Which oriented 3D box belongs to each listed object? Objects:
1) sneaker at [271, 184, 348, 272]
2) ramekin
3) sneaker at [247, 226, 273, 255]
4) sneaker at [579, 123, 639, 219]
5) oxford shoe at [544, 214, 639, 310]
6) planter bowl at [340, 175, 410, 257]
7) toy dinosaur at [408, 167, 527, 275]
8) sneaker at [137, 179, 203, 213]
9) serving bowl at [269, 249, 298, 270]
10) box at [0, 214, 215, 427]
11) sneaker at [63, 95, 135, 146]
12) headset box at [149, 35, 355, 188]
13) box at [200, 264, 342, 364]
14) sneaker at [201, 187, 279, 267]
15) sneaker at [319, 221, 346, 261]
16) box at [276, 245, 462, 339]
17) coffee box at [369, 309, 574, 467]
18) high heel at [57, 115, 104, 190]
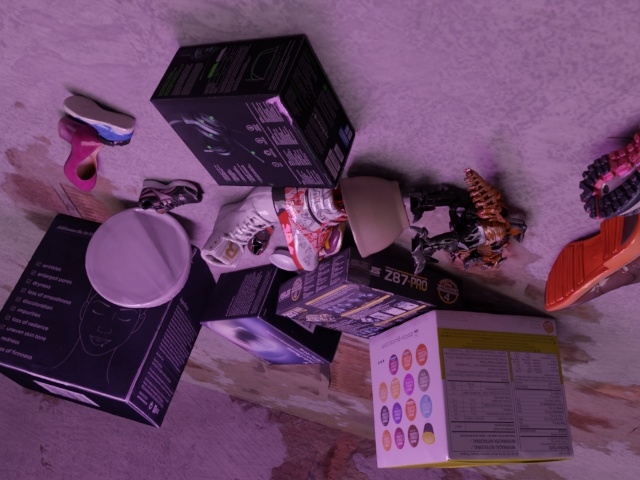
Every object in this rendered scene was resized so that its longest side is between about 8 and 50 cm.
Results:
[{"bbox_3d":[0.000,-0.029,1.448,0.145,0.090,0.270,-6,136,13],"label":"sneaker"},{"bbox_3d":[-0.469,0.056,1.797,0.273,0.272,0.127,17,165,6],"label":"ramekin"},{"bbox_3d":[-0.164,0.010,1.709,0.061,0.065,0.158,22,153,-3],"label":"sneaker"},{"bbox_3d":[0.510,-0.129,0.976,0.112,0.120,0.299,-3,160,-22],"label":"sneaker"},{"bbox_3d":[0.543,0.058,1.267,0.133,0.130,0.363,16,154,-6],"label":"oxford shoe"},{"bbox_3d":[0.113,-0.057,1.325,0.109,0.162,0.162,-15,144,9],"label":"planter bowl"},{"bbox_3d":[0.281,-0.040,1.285,0.218,0.164,0.322,-3,130,11],"label":"toy dinosaur"},{"bbox_3d":[-0.365,-0.096,1.634,0.178,0.077,0.072,2,149,30],"label":"sneaker"},{"bbox_3d":[-0.090,0.047,1.769,0.083,0.027,0.083,15,152,8],"label":"serving bowl"},{"bbox_3d":[-0.627,0.230,1.978,0.480,0.471,0.297,13,153,13],"label":"box"},{"bbox_3d":[-0.476,-0.249,1.446,0.152,0.058,0.084,18,145,-12],"label":"sneaker"},{"bbox_3d":[-0.120,-0.214,1.192,0.283,0.131,0.246,3,149,29],"label":"headset box"},{"bbox_3d":[-0.135,0.227,1.967,0.296,0.182,0.294,38,149,-30],"label":"box"},{"bbox_3d":[-0.167,-0.018,1.549,0.108,0.169,0.292,36,148,-25],"label":"sneaker"},{"bbox_3d":[0.000,0.000,1.577,0.084,0.069,0.185,18,152,-8],"label":"sneaker"},{"bbox_3d":[0.110,0.148,1.689,0.318,0.097,0.395,15,157,-22],"label":"box"},{"bbox_3d":[0.349,0.376,1.644,0.338,0.334,0.337,6,158,-21],"label":"coffee box"},{"bbox_3d":[-0.535,-0.181,1.580,0.117,0.082,0.244,30,142,14],"label":"high heel"}]
